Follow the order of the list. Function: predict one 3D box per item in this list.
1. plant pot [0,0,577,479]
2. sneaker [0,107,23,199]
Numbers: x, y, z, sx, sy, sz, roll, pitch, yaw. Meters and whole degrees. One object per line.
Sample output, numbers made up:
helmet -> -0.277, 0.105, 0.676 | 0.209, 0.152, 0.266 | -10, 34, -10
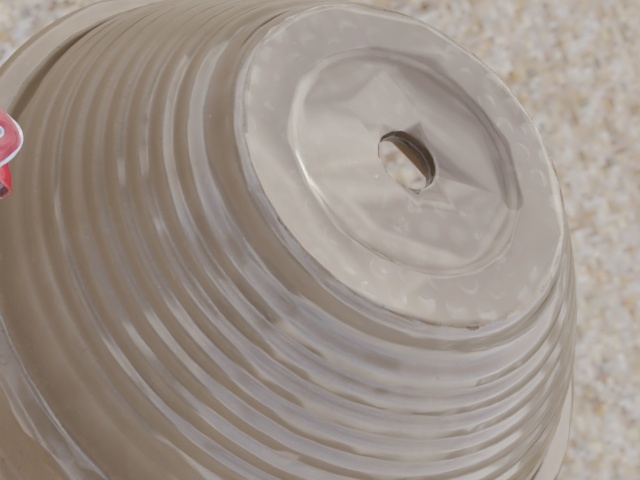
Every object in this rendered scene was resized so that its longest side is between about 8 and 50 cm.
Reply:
plant pot -> 0.000, 0.000, 0.584 | 0.237, 0.110, 0.237 | 16, 54, -23
sneaker -> -0.093, -0.051, 0.438 | 0.067, 0.042, 0.118 | 27, 68, -9
